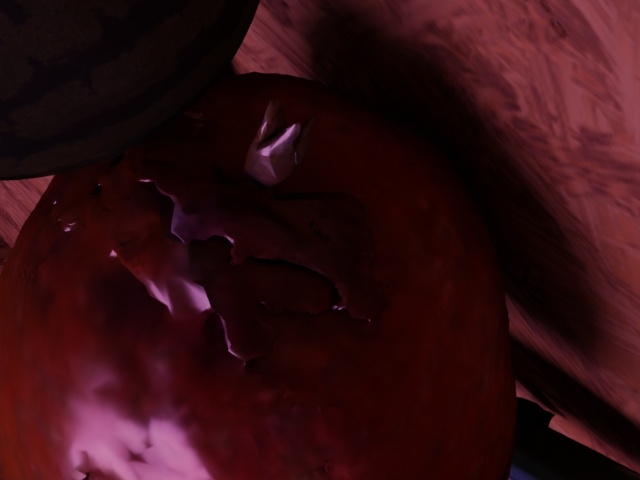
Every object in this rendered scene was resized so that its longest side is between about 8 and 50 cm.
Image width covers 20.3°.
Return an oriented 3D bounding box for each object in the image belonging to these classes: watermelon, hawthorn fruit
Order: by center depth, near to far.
[{"bbox_3d":[-0.124,-0.130,0.740,0.212,0.212,0.212,45,168,13],"label":"watermelon"},{"bbox_3d":[-0.030,0.034,0.844,0.276,0.276,0.307,42,152,27],"label":"hawthorn fruit"}]

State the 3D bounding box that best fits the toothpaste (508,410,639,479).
[{"bbox_3d":[0.137,0.142,0.948,0.392,0.061,0.099,26,156,43],"label":"toothpaste"}]

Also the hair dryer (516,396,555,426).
[{"bbox_3d":[0.000,0.000,1.077,0.359,0.120,0.304,32,149,20],"label":"hair dryer"}]
